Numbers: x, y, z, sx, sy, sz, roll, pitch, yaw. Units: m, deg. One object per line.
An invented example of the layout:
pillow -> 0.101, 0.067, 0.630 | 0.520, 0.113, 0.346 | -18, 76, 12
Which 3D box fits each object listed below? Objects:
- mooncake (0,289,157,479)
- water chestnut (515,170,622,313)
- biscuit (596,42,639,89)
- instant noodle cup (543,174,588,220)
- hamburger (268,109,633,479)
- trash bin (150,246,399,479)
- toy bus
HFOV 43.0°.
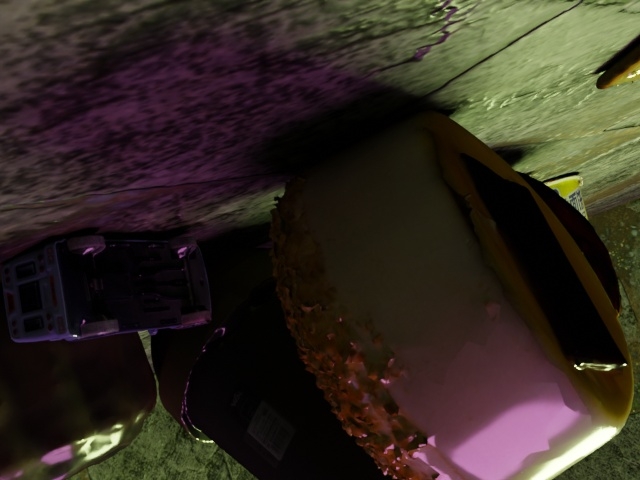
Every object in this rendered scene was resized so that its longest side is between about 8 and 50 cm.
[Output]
mooncake -> -0.286, 0.146, 0.705 | 0.290, 0.161, 0.290 | -21, 174, -2
water chestnut -> 0.171, 0.074, 0.961 | 0.350, 0.351, 0.302 | -14, -161, -42
biscuit -> 0.334, -0.170, 0.617 | 0.231, 0.016, 0.139 | -18, 172, -12
instant noodle cup -> 0.364, 0.007, 1.360 | 0.213, 0.174, 0.213 | -19, 172, -3
hamburger -> 0.085, 0.051, 0.574 | 0.179, 0.276, 0.294 | -36, 155, 23
trash bin -> -0.020, 0.135, 0.784 | 0.214, 0.333, 0.214 | -38, 145, -33
toy bus -> -0.152, 0.037, 0.612 | 0.076, 0.073, 0.167 | -15, 171, 25
